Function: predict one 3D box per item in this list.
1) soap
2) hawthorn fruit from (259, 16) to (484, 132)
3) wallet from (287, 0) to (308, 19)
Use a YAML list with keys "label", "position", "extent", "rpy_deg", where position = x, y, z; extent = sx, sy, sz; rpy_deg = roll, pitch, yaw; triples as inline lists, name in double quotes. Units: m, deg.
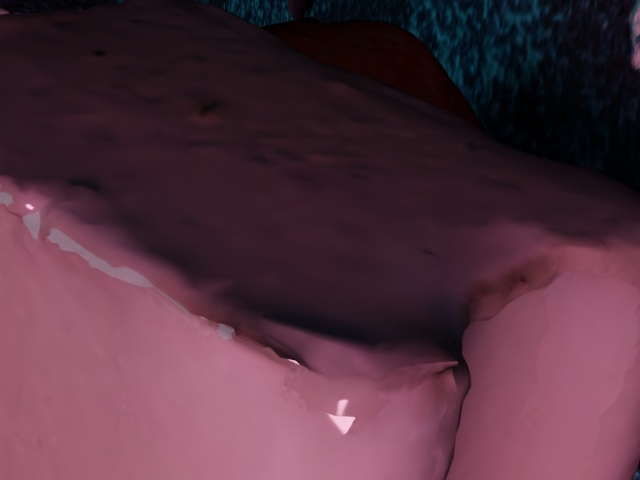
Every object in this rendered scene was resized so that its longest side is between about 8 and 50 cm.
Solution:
- label: "soap"
  position: [-0.075, 0.130, 0.567]
  extent: [0.350, 0.213, 0.435]
  rpy_deg: [34, 125, 32]
- label: "hawthorn fruit"
  position: [0.000, 0.000, 0.731]
  extent: [0.215, 0.215, 0.249]
  rpy_deg: [130, 144, -64]
- label: "wallet"
  position: [0.003, -0.345, 1.306]
  extent: [0.119, 0.025, 0.232]
  rpy_deg: [-96, 19, -44]
